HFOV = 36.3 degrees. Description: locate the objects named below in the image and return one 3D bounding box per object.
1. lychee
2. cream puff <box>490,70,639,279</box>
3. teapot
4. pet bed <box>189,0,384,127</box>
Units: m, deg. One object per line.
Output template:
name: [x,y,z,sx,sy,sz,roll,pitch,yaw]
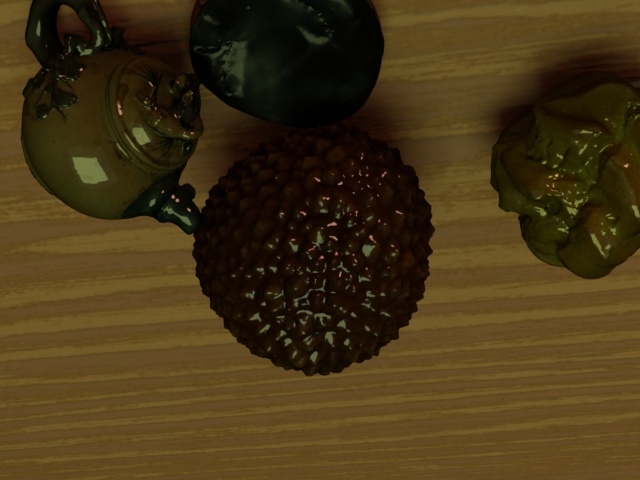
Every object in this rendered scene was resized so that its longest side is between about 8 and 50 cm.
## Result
lychee: [0.000,0.000,1.010,0.268,0.267,0.267,1,137,1]
cream puff: [0.265,-0.069,0.998,0.195,0.194,0.221,15,130,-14]
teapot: [-0.190,-0.125,0.941,0.183,0.173,0.269,-13,104,35]
pet bed: [-0.033,-0.193,0.954,0.201,0.053,0.201,0,137,0]
